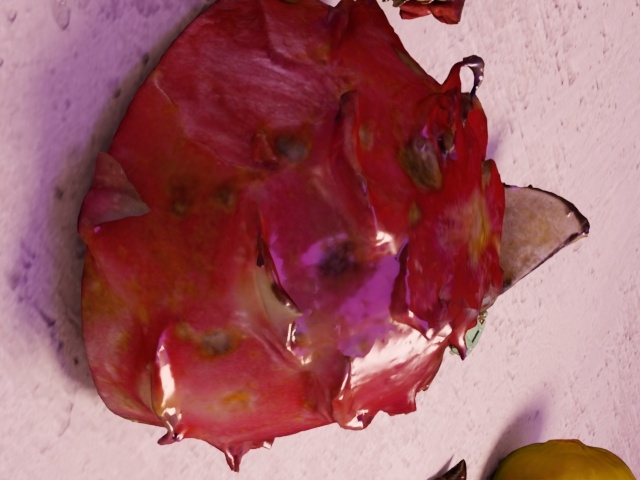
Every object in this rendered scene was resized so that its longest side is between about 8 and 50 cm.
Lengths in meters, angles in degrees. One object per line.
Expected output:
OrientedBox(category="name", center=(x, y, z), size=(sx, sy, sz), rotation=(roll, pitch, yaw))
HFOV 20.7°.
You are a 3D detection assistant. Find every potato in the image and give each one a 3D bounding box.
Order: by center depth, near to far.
OrientedBox(category="potato", center=(0.147, 0.020, 1.815), size=(0.261, 0.120, 0.100), rotation=(-34, 179, -32))

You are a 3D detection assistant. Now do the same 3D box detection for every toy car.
OrientedBox(category="toy car", center=(0.144, 0.077, 1.894), size=(0.059, 0.035, 0.122), rotation=(-57, 137, -22))

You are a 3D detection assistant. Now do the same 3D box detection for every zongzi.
OrientedBox(category="zongzi", center=(0.148, 0.305, 2.098), size=(0.073, 0.067, 0.083), rotation=(3, 89, -53))

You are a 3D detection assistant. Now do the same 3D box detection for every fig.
OrientedBox(category="fig", center=(0.306, 0.370, 2.289), size=(0.207, 0.207, 0.230), rotation=(-24, 137, -57))

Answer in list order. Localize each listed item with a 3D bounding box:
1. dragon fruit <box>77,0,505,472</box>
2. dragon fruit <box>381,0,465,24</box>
OrientedBox(category="dragon fruit", center=(0.000, 0.000, 1.302), size=(0.386, 0.249, 0.371), rotation=(-5, 110, -66))
OrientedBox(category="dragon fruit", center=(0.085, -0.274, 1.467), size=(0.092, 0.122, 0.192), rotation=(-3, 125, -20))
